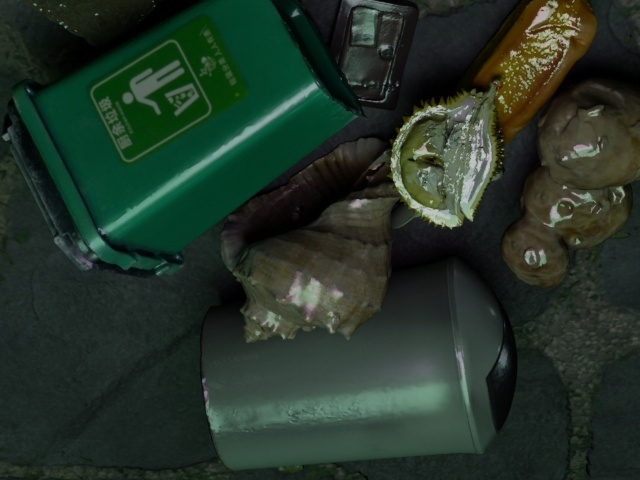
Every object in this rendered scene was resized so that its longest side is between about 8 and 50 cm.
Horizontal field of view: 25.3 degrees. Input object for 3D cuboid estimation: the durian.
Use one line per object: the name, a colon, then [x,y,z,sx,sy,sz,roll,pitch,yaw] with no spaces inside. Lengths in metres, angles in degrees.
durian: [0.167,-0.128,1.814,0.146,0.102,0.208,30,109,-7]

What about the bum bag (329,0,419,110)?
bum bag: [0.061,-0.244,1.846,0.109,0.026,0.159,8,123,-9]

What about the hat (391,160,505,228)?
hat: [0.158,-0.076,1.956,0.166,0.122,0.081,-36,82,30]

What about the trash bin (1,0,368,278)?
trash bin: [-0.156,-0.137,1.754,0.381,0.259,0.295,-31,166,12]

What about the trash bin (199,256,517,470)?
trash bin: [0.065,0.183,2.037,0.432,0.280,0.280,-9,129,9]

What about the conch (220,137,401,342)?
conch: [0.001,0.008,1.904,0.324,0.263,0.186,-38,139,-20]

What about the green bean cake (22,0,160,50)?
green bean cake: [-0.271,-0.343,1.704,0.181,0.094,0.173,32,122,-26]

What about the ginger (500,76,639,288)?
ginger: [0.350,-0.078,1.881,0.155,0.244,0.304,35,129,22]

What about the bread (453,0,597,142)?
bread: [0.257,-0.227,1.822,0.102,0.094,0.245,28,124,-16]
